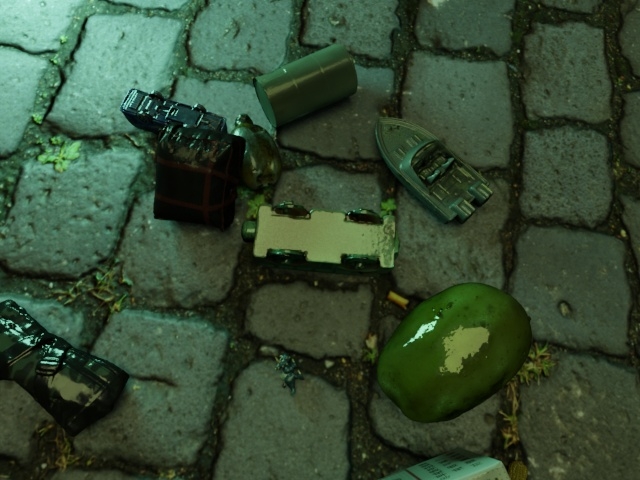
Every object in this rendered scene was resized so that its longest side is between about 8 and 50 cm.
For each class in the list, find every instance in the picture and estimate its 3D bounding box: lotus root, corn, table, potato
[{"bbox_3d":[-0.157,-0.210,1.053,0.113,0.088,0.192,-14,71,-23],"label":"lotus root"},{"bbox_3d":[0.372,0.472,0.871,0.037,0.037,0.092,23,71,6],"label":"corn"},{"bbox_3d":[-0.035,-0.371,1.088,0.220,0.126,0.126,-27,75,-10],"label":"table"},{"bbox_3d":[0.255,0.211,0.868,0.304,0.216,0.216,-45,78,-5],"label":"potato"}]

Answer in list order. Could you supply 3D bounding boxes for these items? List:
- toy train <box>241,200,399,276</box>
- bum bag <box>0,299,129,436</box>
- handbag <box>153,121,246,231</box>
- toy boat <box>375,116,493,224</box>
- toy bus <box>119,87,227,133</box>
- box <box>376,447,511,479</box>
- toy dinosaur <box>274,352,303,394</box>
[{"bbox_3d":[0.000,0.000,0.953,0.327,0.159,0.129,5,74,-4],"label":"toy train"},{"bbox_3d":[-0.548,0.245,0.888,0.341,0.095,0.144,29,58,6],"label":"bum bag"},{"bbox_3d":[-0.255,-0.133,0.968,0.169,0.155,0.215,15,115,4],"label":"handbag"},{"bbox_3d":[0.243,-0.178,1.051,0.141,0.092,0.319,-41,77,-15],"label":"toy boat"},{"bbox_3d":[-0.340,-0.278,1.066,0.237,0.094,0.079,17,66,2],"label":"toy bus"},{"bbox_3d":[0.142,0.466,0.775,0.330,0.210,0.095,-16,72,-8],"label":"box"},{"bbox_3d":[-0.065,0.272,0.925,0.047,0.030,0.083,-27,74,-9],"label":"toy dinosaur"}]
